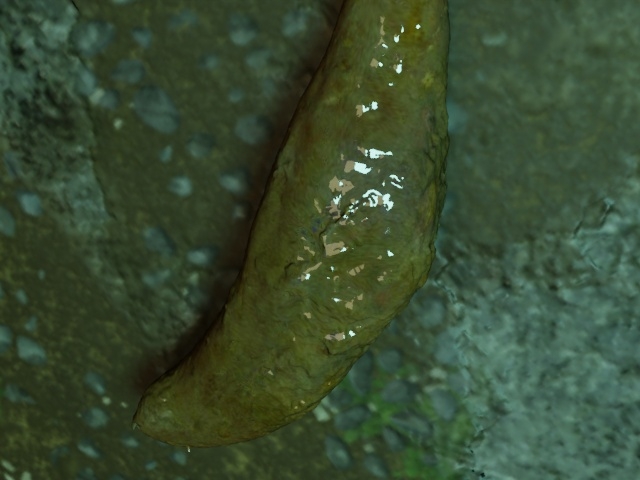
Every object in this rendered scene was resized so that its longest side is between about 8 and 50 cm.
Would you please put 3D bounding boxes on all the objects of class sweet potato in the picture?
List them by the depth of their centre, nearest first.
[{"bbox_3d":[0.002,0.004,0.507,0.114,0.092,0.341,38,117,21],"label":"sweet potato"}]
